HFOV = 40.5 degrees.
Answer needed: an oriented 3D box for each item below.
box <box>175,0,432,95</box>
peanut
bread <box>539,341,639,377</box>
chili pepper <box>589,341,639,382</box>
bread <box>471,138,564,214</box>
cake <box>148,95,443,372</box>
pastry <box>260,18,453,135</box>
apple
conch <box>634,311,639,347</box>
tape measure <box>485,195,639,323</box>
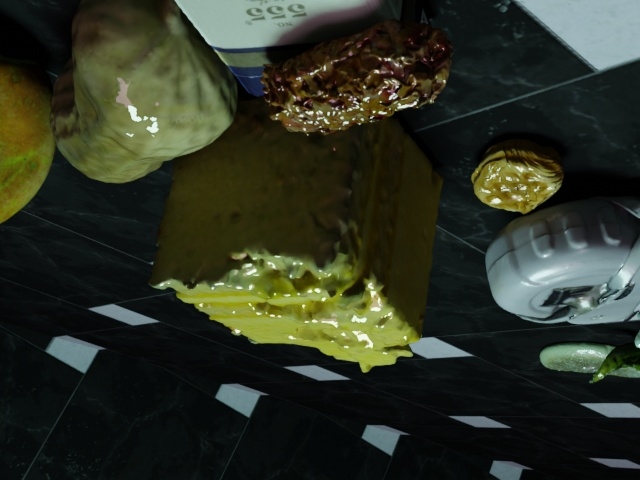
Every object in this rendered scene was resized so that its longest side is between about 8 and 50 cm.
[{"bbox_3d":[-0.028,-0.202,0.638,0.168,0.071,0.259,1,158,22],"label":"box"},{"bbox_3d":[-0.164,-0.131,0.799,0.159,0.143,0.291,28,158,-15],"label":"peanut"},{"bbox_3d":[0.474,0.208,1.509,0.193,0.036,0.112,2,157,23],"label":"bread"},{"bbox_3d":[0.582,0.225,1.441,0.359,0.076,0.085,18,140,-29],"label":"chili pepper"},{"bbox_3d":[0.204,-0.068,0.910,0.083,0.044,0.110,17,158,-4],"label":"bread"},{"bbox_3d":[0.000,0.000,0.937,0.223,0.227,0.286,-2,156,30],"label":"cake"},{"bbox_3d":[0.019,-0.114,0.653,0.087,0.063,0.169,24,155,-39],"label":"pastry"},{"bbox_3d":[-0.406,-0.123,0.902,0.246,0.246,0.226,27,174,-35],"label":"apple"},{"bbox_3d":[0.415,0.099,0.998,0.114,0.137,0.234,-10,133,35],"label":"conch"},{"bbox_3d":[0.287,0.026,0.986,0.197,0.120,0.236,-5,155,-4],"label":"tape measure"}]
